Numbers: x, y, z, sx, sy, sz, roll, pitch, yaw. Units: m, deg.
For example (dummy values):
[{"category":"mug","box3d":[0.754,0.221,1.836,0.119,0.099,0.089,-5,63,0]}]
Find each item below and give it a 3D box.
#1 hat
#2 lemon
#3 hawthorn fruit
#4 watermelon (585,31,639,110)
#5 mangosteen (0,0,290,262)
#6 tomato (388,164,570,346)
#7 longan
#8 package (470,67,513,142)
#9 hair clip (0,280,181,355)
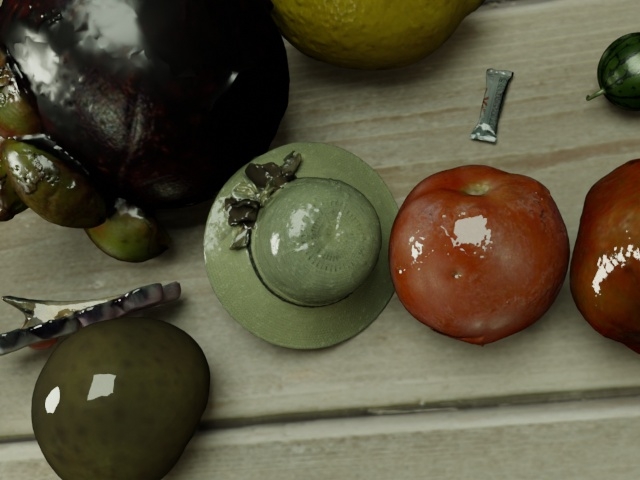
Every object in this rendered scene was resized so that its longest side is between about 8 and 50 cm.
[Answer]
[{"category":"hat","box3d":[0.000,0.000,1.231,0.257,0.130,0.257,1,85,-16]},{"category":"lemon","box3d":[0.066,-0.352,1.385,0.310,0.258,0.258,9,67,11]},{"category":"hawthorn fruit","box3d":[0.376,0.003,1.163,0.224,0.224,0.261,-17,43,6]},{"category":"watermelon","box3d":[0.392,-0.208,1.316,0.109,0.109,0.109,-6,64,11]},{"category":"mangosteen","box3d":[-0.228,-0.185,1.310,0.381,0.381,0.421,16,78,21]},{"category":"tomato","box3d":[0.181,0.019,1.208,0.208,0.184,0.208,-4,26,2]},{"category":"longan","box3d":[-0.233,0.187,1.232,0.196,0.196,0.220,35,76,26]},{"category":"package","box3d":[0.226,-0.179,1.390,0.037,0.015,0.110,9,66,19]},{"category":"hair clip","box3d":[-0.304,0.092,1.324,0.257,0.146,0.075,-10,84,6]}]
